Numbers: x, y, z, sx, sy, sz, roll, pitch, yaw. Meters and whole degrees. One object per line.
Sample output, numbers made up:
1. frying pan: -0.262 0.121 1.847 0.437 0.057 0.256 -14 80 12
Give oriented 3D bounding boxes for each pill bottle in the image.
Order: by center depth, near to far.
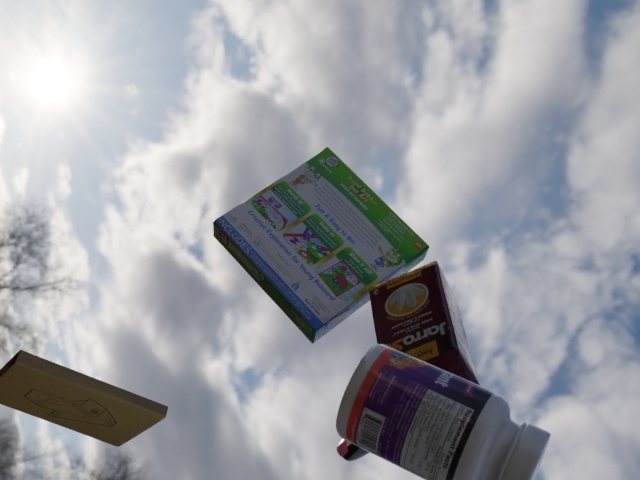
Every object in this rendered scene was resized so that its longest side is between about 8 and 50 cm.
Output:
1. pill bottle: 0.123 0.187 0.907 0.193 0.108 0.108 23 -51 20

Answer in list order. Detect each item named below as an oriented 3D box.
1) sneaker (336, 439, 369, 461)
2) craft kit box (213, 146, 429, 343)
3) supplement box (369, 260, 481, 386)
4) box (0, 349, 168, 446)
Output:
1. sneaker: 0.099 0.225 1.033 0.063 0.170 0.075 -46 -118 51
2. craft kit box: 0.000 0.000 1.456 0.250 0.247 0.061 47 -24 19
3. supplement box: 0.132 0.125 1.185 0.081 0.104 0.188 59 14 -31
4. box: -0.320 0.208 1.176 0.164 0.201 0.021 -35 -145 49
